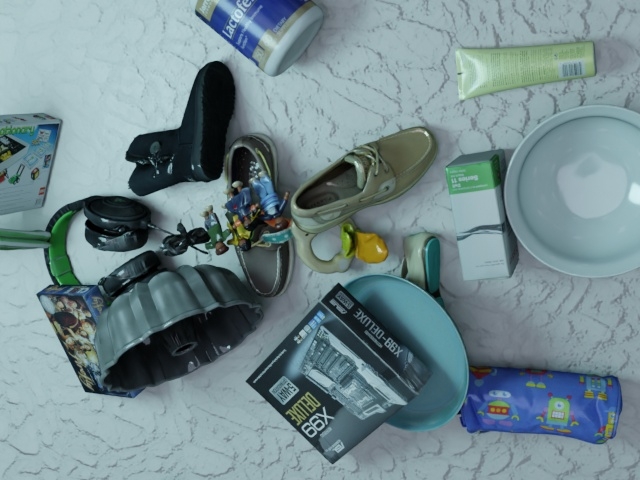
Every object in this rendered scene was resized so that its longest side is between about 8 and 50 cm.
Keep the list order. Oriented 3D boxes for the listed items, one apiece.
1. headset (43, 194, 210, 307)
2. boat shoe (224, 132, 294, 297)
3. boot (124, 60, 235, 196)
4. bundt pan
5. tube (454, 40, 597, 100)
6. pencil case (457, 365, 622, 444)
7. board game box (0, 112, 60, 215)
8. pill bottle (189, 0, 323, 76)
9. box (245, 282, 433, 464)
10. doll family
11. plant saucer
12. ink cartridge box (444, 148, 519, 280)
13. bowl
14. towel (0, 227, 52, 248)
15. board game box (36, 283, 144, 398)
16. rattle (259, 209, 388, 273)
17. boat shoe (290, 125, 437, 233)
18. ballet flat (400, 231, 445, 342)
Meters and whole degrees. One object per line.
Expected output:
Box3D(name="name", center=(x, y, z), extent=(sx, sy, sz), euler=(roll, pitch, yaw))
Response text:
Box3D(name="headset", center=(-0.390, 0.029, 1.762), extent=(0.394, 0.185, 0.244), euler=(-11, 100, 26))
Box3D(name="boat shoe", center=(-0.123, -0.039, 1.732), extent=(0.116, 0.097, 0.325), euler=(-2, 102, 14))
Box3D(name="boot", center=(-0.274, -0.211, 1.721), extent=(0.207, 0.094, 0.247), euler=(-6, 72, 33))
Box3D(name="bundt pan", center=(-0.279, 0.153, 1.712), extent=(0.330, 0.331, 0.124), euler=(-34, 70, 17))
Box3D(name="tube", center=(0.357, -0.306, 1.590), extent=(0.240, 0.062, 0.070), euler=(-4, 58, 18))
Box3D(name="pencil case", center=(0.399, 0.305, 1.680), extent=(0.306, 0.119, 0.133), euler=(2, 87, 12))
Box3D(name="board game box", center=(-0.621, -0.138, 1.713), extent=(0.053, 0.305, 0.193), euler=(22, 106, 17))
Box3D(name="pill bottle", center=(-0.138, -0.430, 1.619), extent=(0.264, 0.153, 0.153), euler=(40, 108, 2))
Box3D(name="box", center=(0.028, 0.258, 1.714), extent=(0.242, 0.076, 0.307), euler=(44, 131, 3))
Box3D(name="doll family", center=(-0.134, -0.039, 1.635), extent=(0.193, 0.076, 0.111), euler=(-40, 63, 37))
Box3D(name="plant saucer", center=(0.148, 0.204, 1.698), extent=(0.317, 0.043, 0.318), euler=(18, 120, 35))
Box3D(name="ink cartridge box", center=(0.290, -0.046, 1.608), extent=(0.086, 0.153, 0.209), euler=(-7, 100, 20))
Box3D(name="bowl", center=(0.470, -0.093, 1.568), extent=(0.297, 0.134, 0.298), euler=(3, 104, 12))
Box3D(name="towel", center=(-0.731, 0.000, 1.778), extent=(0.324, 0.248, 0.038), euler=(-3, 87, 24))
Box3D(name="board game box", center=(-0.463, 0.203, 1.832), extent=(0.165, 0.042, 0.243), euler=(-3, 117, 40))
Box3D(name="rattle", center=(0.000, 0.000, 1.658), extent=(0.199, 0.143, 0.130), euler=(26, 104, -29))
Box3D(name="boat shoe", center=(0.080, -0.119, 1.620), extent=(0.302, 0.098, 0.109), euler=(-30, 73, -7))
Box3D(name="ballet flat", center=(0.190, 0.104, 1.713), extent=(0.086, 0.086, 0.249), euler=(-1, 101, 13))
